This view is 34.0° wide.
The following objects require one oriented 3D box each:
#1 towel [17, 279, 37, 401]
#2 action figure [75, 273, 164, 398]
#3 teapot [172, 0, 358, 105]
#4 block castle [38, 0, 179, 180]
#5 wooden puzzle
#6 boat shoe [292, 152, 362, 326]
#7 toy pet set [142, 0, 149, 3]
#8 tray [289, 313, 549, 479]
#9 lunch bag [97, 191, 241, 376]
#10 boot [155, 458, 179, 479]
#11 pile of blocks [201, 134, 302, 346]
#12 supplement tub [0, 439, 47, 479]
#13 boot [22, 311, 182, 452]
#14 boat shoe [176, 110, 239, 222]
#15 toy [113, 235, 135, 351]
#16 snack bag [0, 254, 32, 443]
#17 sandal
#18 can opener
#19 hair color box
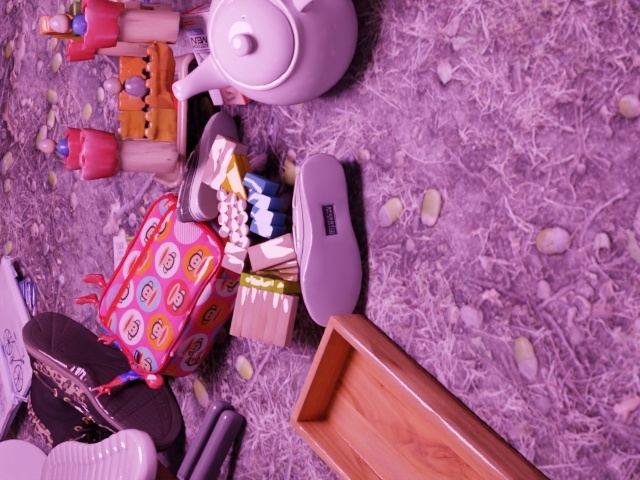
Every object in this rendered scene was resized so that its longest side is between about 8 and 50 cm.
[{"bbox_3d":[-0.720,0.244,2.477,0.209,0.034,0.285,-15,78,50],"label":"towel"},{"bbox_3d":[-0.403,0.188,1.976,0.280,0.139,0.091,44,128,29],"label":"action figure"},{"bbox_3d":[-0.073,-0.314,1.579,0.253,0.187,0.256,19,116,19],"label":"teapot"},{"bbox_3d":[-0.389,-0.266,1.854,0.453,0.213,0.303,-160,71,-72],"label":"block castle"},{"bbox_3d":[-0.277,-0.221,1.909,0.221,0.044,0.238,-158,74,-71],"label":"wooden puzzle"},{"bbox_3d":[0.000,0.000,1.628,0.088,0.096,0.267,171,90,-76],"label":"boat shoe"},{"bbox_3d":[-0.366,-0.543,2.045,0.114,0.065,0.122,-53,54,34],"label":"toy pet set"},{"bbox_3d":[0.128,0.302,1.498,0.411,0.076,0.202,40,119,39],"label":"tray"},{"bbox_3d":[-0.269,0.070,1.873,0.258,0.120,0.293,42,108,36],"label":"lunch bag"},{"bbox_3d":[-0.310,0.582,1.969,0.211,0.104,0.295,40,115,41],"label":"boot"},{"bbox_3d":[-0.086,-0.002,1.720,0.149,0.113,0.362,-16,82,27],"label":"pile of blocks"},{"bbox_3d":[-0.737,0.586,2.380,0.272,0.191,0.191,-44,59,40],"label":"supplement tub"},{"bbox_3d":[-0.447,0.340,2.085,0.377,0.138,0.284,33,136,13],"label":"boot"},{"bbox_3d":[-0.201,-0.129,1.801,0.070,0.078,0.219,-10,52,34],"label":"boat shoe"},{"bbox_3d":[-0.341,0.106,2.030,0.137,0.056,0.237,-2,96,48],"label":"toy"},{"bbox_3d":[-0.752,0.261,2.461,0.342,0.037,0.323,-56,48,34],"label":"snack bag"},{"bbox_3d":[-0.409,0.458,1.980,0.416,0.102,0.169,-22,63,48],"label":"sandal"},{"bbox_3d":[-0.230,0.415,1.846,0.074,0.093,0.280,33,94,45],"label":"can opener"},{"bbox_3d":[-0.167,-0.317,1.782,0.093,0.053,0.167,6,125,48],"label":"hair color box"}]
